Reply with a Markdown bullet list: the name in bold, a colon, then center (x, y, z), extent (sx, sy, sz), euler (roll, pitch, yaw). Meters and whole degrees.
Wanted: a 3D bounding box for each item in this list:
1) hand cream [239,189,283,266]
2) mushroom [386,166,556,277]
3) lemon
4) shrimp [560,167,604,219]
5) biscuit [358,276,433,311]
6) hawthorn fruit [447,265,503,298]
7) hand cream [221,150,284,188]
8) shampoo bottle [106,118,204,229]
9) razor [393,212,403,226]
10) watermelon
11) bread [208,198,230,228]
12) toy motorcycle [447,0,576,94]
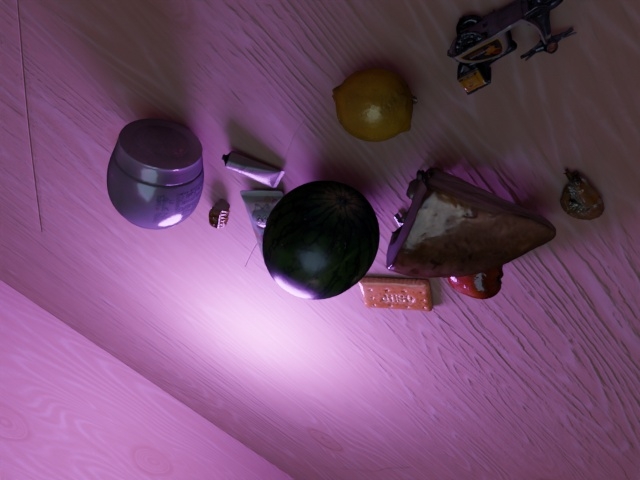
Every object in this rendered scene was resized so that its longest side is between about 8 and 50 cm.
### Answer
- **hand cream**: center (-0.164, -0.035, 1.741), extent (0.147, 0.093, 0.306), euler (2, 126, 17)
- **mushroom**: center (0.401, 0.001, 1.412), extent (0.396, 0.224, 0.314), euler (17, 114, -2)
- **lemon**: center (0.123, -0.321, 1.253), extent (0.206, 0.173, 0.174), euler (21, 140, 18)
- **shrimp**: center (0.664, -0.117, 1.365), extent (0.099, 0.041, 0.180), euler (-7, 135, 47)
- **biscuit**: center (0.261, 0.190, 1.840), extent (0.249, 0.030, 0.160), euler (2, 135, 20)
- **hawthorn fruit**: center (0.443, 0.095, 1.594), extent (0.203, 0.163, 0.163), euler (9, 139, 34)
- **hand cream**: center (-0.207, -0.215, 1.586), extent (0.186, 0.054, 0.087), euler (22, 142, -12)
- **shampoo bottle**: center (-0.478, -0.193, 1.545), extent (0.272, 0.273, 0.266), euler (21, 130, -1)
- **razor**: center (0.311, -0.066, 1.547), extent (0.191, 0.037, 0.068), euler (-14, 127, 32)
- **watermelon**: center (0.000, 0.000, 1.512), extent (0.362, 0.363, 0.363), euler (11, 138, 10)
- **bread**: center (-0.340, -0.084, 1.768), extent (0.066, 0.060, 0.110), euler (-2, 144, -20)
- **toy motorcycle**: center (0.391, -0.428, 1.102), extent (0.263, 0.091, 0.157), euler (-21, 132, 39)
